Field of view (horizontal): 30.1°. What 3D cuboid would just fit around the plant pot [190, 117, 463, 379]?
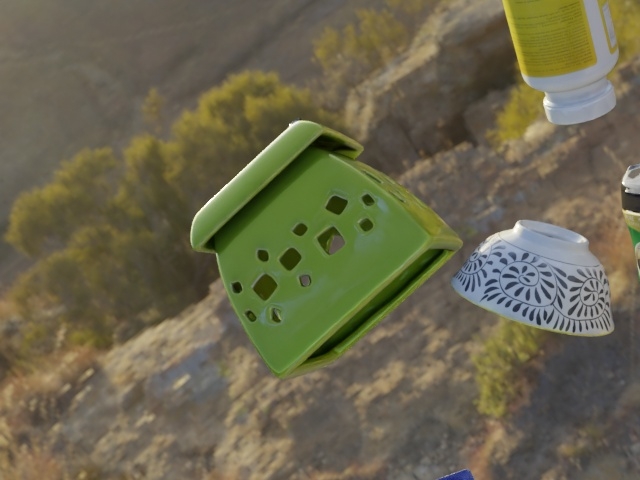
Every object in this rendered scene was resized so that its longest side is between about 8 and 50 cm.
[{"bbox_3d":[0.000,0.000,1.328,0.228,0.207,0.227,-42,-11,10],"label":"plant pot"}]

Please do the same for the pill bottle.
[{"bbox_3d":[0.251,-0.219,1.235,0.103,0.184,0.103,-16,22,7],"label":"pill bottle"}]

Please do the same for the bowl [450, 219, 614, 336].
[{"bbox_3d":[0.222,0.028,1.192,0.170,0.170,0.080,37,117,60],"label":"bowl"}]

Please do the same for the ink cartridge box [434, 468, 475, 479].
[{"bbox_3d":[0.123,0.393,1.349,0.223,0.224,0.045,-17,-17,-18],"label":"ink cartridge box"}]

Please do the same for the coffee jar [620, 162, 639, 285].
[{"bbox_3d":[0.296,0.023,0.941,0.079,0.184,0.096,-17,12,-18],"label":"coffee jar"}]
